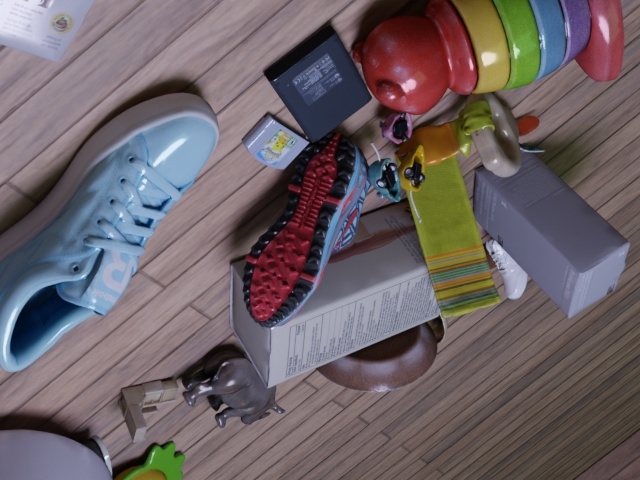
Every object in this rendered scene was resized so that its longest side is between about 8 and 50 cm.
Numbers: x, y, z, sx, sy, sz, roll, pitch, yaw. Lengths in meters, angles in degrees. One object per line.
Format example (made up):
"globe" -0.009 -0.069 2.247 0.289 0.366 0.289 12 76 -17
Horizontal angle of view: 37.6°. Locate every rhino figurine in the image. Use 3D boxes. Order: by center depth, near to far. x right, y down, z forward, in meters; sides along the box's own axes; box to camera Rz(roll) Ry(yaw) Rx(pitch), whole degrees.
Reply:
"rhino figurine" -0.123 0.241 1.464 0.106 0.073 0.243 -34 147 2

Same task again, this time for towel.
"towel" 0.178 -0.016 1.304 0.102 0.237 0.021 -13 175 -31

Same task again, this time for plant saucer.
"plant saucer" 0.078 0.145 1.419 0.198 0.198 0.036 -20 131 -21

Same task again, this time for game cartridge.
"game cartridge" -0.056 -0.117 1.149 0.056 0.017 0.083 -43 145 16

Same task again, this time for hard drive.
"hard drive" 0.001 -0.182 1.114 0.094 0.022 0.135 -37 145 1

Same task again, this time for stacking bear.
"stacking bear" 0.185 -0.237 1.100 0.289 0.175 0.164 -22 146 -6

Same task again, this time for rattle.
"rattle" 0.220 -0.133 1.324 0.142 0.130 0.199 -41 173 26

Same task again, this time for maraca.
"maraca" -0.286 0.407 1.504 0.186 0.099 0.127 -51 145 -23

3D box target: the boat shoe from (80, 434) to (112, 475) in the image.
"boat shoe" -0.369 0.376 1.403 0.068 0.081 0.228 -11 141 -38

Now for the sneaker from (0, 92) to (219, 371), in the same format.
"sneaker" -0.231 0.005 1.023 0.366 0.150 0.135 -43 146 10

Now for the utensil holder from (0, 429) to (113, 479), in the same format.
"utensil holder" -0.394 0.480 1.177 0.327 0.385 0.328 -8 131 -10

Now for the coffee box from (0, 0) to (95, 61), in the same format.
"coffee box" -0.202 -0.283 0.716 0.098 0.141 0.246 12 124 -47

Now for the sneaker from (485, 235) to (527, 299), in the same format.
"sneaker" 0.299 0.022 1.535 0.061 0.152 0.053 -3 177 -25

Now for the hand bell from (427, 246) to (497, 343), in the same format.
"hand bell" 0.244 0.056 1.556 0.242 0.126 0.126 -32 147 -26

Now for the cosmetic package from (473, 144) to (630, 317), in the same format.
"cosmetic package" 0.340 -0.016 1.411 0.107 0.238 0.127 -27 144 -13

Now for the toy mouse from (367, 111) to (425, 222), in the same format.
"toy mouse" 0.089 -0.109 1.202 0.143 0.031 0.161 8 87 -55

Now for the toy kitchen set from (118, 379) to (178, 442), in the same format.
"toy kitchen set" -0.246 0.257 1.373 0.083 0.075 0.068 -6 137 -30

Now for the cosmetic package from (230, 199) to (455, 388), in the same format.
"cosmetic package" 0.029 0.072 1.346 0.296 0.129 0.153 -20 144 -23

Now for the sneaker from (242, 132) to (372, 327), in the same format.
"sneaker" 0.000 0.000 1.207 0.125 0.104 0.262 27 91 -58
